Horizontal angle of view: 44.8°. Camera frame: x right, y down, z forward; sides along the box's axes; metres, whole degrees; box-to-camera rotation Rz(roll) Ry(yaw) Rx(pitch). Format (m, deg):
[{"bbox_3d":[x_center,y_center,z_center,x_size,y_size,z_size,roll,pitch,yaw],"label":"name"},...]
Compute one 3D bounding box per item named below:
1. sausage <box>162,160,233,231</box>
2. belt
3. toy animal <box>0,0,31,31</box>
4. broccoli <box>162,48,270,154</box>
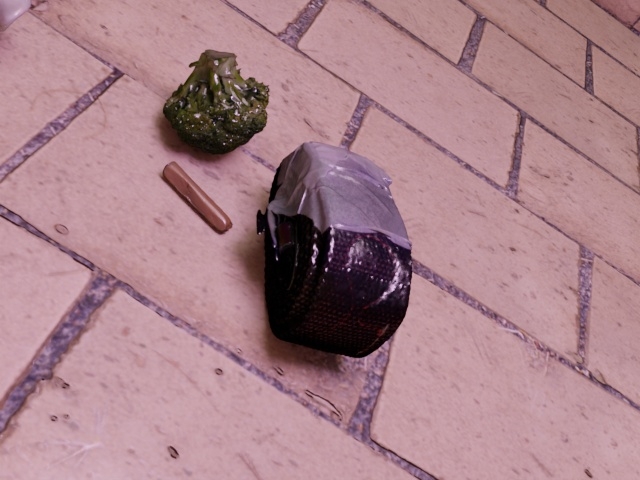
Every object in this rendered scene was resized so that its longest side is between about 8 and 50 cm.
[{"bbox_3d":[-0.158,-0.055,1.004,0.116,0.026,0.026,45,40,6],"label":"sausage"},{"bbox_3d":[0.000,0.000,0.954,0.164,0.184,0.289,14,40,-21],"label":"belt"},{"bbox_3d":[-0.496,-0.380,0.890,0.310,0.183,0.247,-1,85,-28],"label":"toy animal"},{"bbox_3d":[-0.142,-0.188,1.063,0.146,0.137,0.162,3,25,-7],"label":"broccoli"}]
